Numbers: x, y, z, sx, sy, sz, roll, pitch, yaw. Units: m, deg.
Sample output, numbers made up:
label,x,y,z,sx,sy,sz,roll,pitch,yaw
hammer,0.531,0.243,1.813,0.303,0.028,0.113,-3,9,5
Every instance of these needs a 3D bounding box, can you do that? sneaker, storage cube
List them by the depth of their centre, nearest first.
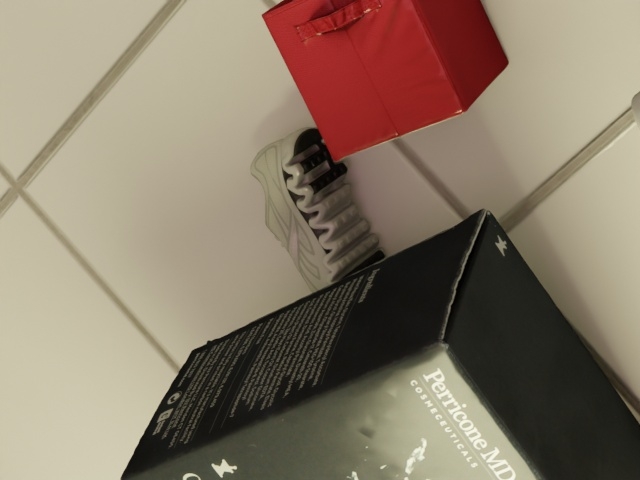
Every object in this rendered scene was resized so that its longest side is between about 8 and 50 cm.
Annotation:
label,x,y,z,sx,sy,sz,roll,pitch,yaw
storage cube,0.078,-0.231,1.747,0.183,0.215,0.193,-20,105,29
sneaker,0.000,0.000,1.940,0.118,0.110,0.292,-12,101,43

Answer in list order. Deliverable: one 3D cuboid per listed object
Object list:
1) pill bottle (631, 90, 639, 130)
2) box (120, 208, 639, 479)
label,x,y,z,sx,sy,sz,roll,pitch,yaw
pill bottle,0.473,-0.179,1.607,0.264,0.153,0.153,-37,90,32
box,0.112,0.296,1.816,0.471,0.297,0.480,-27,110,29
